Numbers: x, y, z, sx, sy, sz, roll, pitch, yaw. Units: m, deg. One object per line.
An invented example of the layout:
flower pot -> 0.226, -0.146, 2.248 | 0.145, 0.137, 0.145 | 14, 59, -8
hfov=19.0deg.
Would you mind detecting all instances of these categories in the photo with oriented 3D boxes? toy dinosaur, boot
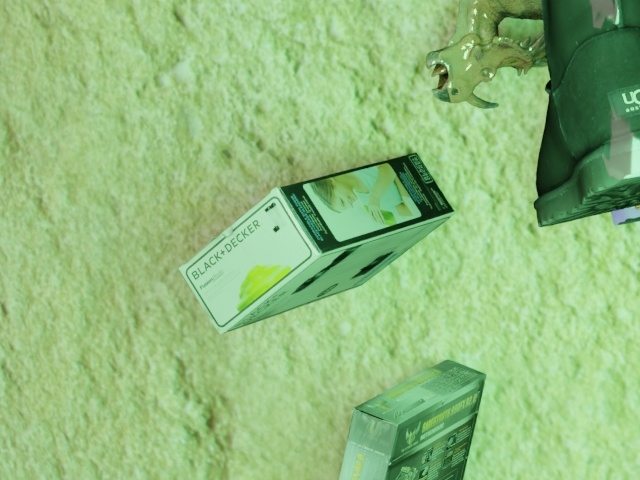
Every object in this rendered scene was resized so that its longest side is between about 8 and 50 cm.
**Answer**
toy dinosaur -> 0.242, -0.269, 1.984 | 0.296, 0.127, 0.200 | -20, 95, 22
boot -> 0.240, -0.253, 1.818 | 0.146, 0.367, 0.445 | -13, 84, -7

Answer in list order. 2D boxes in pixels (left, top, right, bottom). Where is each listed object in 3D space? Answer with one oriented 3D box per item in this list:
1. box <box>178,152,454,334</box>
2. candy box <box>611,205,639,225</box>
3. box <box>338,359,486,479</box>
box -> 0.000, 0.000, 2.082 | 0.169, 0.290, 0.087 | -38, 78, 31
candy box -> 0.381, -0.114, 1.947 | 0.196, 0.070, 0.164 | -11, 93, 34
box -> 0.094, 0.247, 2.103 | 0.056, 0.231, 0.183 | 19, 109, 25
